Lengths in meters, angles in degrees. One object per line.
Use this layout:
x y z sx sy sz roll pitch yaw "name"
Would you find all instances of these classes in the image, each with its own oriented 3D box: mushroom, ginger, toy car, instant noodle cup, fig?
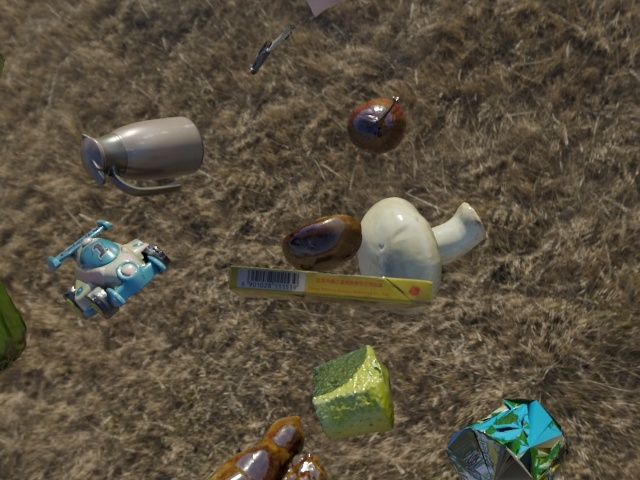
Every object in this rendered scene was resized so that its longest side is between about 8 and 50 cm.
0.229 0.021 1.424 0.356 0.315 0.315 -49 61 32 "mushroom"
-0.158 0.588 1.166 0.418 0.176 0.254 -25 67 -31 "ginger"
0.000 0.000 0.803 0.127 0.127 0.087 -25 69 15 "mushroom"
-0.275 0.032 0.686 0.126 0.098 0.161 -46 20 -26 "toy car"
0.447 0.498 1.250 0.240 0.178 0.240 30 133 39 "instant noodle cup"
0.189 -0.378 1.787 0.204 0.249 0.186 -5 103 6 "fig"

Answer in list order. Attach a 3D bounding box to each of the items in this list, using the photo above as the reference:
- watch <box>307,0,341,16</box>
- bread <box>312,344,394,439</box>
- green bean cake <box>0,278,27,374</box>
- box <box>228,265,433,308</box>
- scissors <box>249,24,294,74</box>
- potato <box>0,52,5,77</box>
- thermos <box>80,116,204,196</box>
-0.041 -0.688 1.345 0.196 0.244 0.231 -22 105 12 "watch"
0.054 0.235 0.806 0.114 0.129 0.111 -15 110 7 "bread"
-0.333 0.071 0.296 0.250 0.247 0.156 -25 94 -13 "green bean cake"
0.006 0.040 0.443 0.155 0.087 0.023 5 78 -3 "box"
-0.132 -0.540 1.488 0.300 0.022 0.109 -1 64 63 "scissors"
-0.649 -0.313 0.950 0.081 0.149 0.120 2 72 5 "potato"
-0.295 -0.136 0.898 0.105 0.193 0.137 -38 79 39 "thermos"
